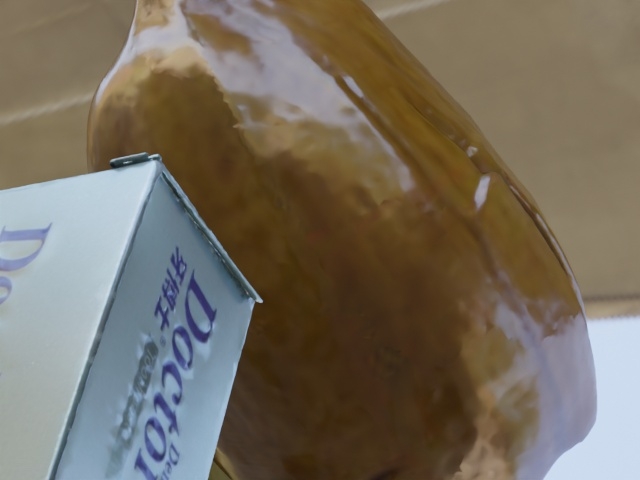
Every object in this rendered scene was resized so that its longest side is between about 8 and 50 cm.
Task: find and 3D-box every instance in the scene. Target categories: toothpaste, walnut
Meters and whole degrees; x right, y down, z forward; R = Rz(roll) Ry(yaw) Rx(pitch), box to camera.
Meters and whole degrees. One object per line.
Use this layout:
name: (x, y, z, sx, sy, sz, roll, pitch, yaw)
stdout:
toothpaste: (-0.089, 0.121, 0.354, 0.089, 0.313, 0.071, -10, -45, 26)
walnut: (0.000, 0.000, 0.822, 0.209, 0.209, 0.336, -18, -73, 50)

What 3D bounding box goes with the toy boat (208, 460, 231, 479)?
toy boat: (-0.147, 0.170, 1.114, 0.136, 0.162, 0.445, 61, -24, -2)
